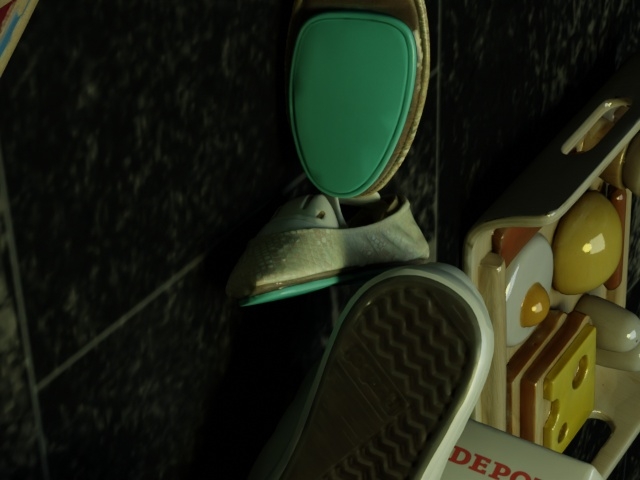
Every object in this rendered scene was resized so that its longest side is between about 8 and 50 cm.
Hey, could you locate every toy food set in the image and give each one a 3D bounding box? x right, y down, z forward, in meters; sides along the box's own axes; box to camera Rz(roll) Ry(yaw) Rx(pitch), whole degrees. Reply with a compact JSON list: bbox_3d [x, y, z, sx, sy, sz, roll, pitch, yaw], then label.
[{"bbox_3d":[0.190,0.044,1.138,0.220,0.092,0.306,-45,142,-40],"label":"toy food set"}]

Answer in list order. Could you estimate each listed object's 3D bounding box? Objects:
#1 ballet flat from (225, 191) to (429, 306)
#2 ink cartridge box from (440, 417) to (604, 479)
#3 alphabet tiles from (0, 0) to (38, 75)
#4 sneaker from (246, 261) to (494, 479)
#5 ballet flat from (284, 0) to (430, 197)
[{"bbox_3d":[0.000,0.000,0.836,0.168,0.057,0.052,-6,83,-63],"label":"ballet flat"},{"bbox_3d":[0.044,0.201,0.907,0.219,0.160,0.092,-63,151,-15],"label":"ink cartridge box"},{"bbox_3d":[-0.132,-0.046,0.446,0.237,0.009,0.198,-62,168,8],"label":"alphabet tiles"},{"bbox_3d":[0.007,0.143,0.850,0.290,0.106,0.123,-59,174,9],"label":"sneaker"},{"bbox_3d":[0.023,-0.118,0.775,0.067,0.073,0.206,-57,156,-53],"label":"ballet flat"}]
